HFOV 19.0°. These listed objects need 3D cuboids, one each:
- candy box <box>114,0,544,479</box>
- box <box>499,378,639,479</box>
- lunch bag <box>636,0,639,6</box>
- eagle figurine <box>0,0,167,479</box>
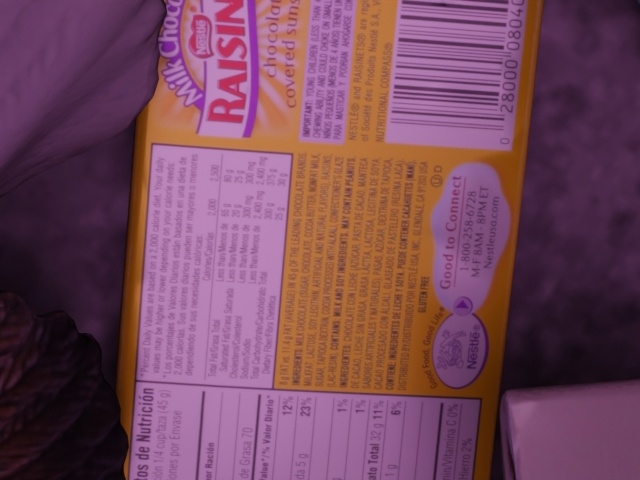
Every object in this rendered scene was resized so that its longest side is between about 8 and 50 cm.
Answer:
[{"bbox_3d":[0.000,0.000,0.512,0.105,0.027,0.206,5,101,-6],"label":"candy box"},{"bbox_3d":[0.185,0.077,0.473,0.275,0.113,0.094,-5,75,4],"label":"box"},{"bbox_3d":[0.155,-0.142,0.434,0.223,0.160,0.262,-34,98,0],"label":"lunch bag"},{"bbox_3d":[-0.152,0.064,0.435,0.226,0.225,0.298,-4,92,-16],"label":"eagle figurine"}]
